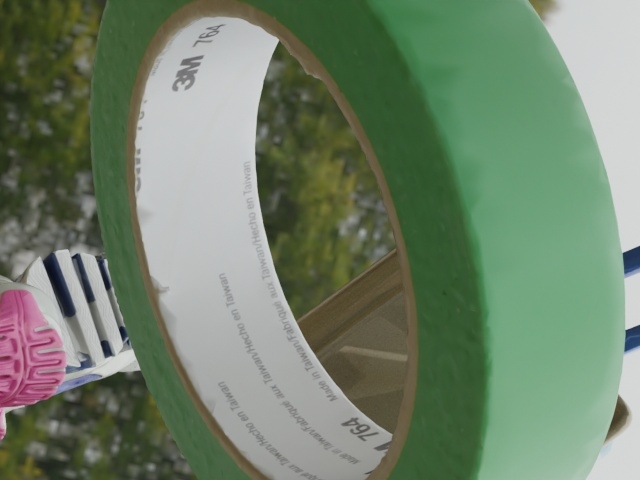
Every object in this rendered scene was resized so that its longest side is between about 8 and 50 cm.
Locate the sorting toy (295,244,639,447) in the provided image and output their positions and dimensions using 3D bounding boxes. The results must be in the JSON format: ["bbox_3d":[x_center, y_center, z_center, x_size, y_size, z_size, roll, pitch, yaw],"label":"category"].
[{"bbox_3d":[0.078,0.100,1.048,0.348,0.196,0.047,-36,157,-1],"label":"sorting toy"}]

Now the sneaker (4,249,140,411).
[{"bbox_3d":[-0.228,0.077,1.434,0.182,0.315,0.127,-20,-99,27],"label":"sneaker"}]

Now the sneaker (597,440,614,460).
[{"bbox_3d":[0.090,0.160,1.222,0.319,0.208,0.127,96,-32,-78],"label":"sneaker"}]

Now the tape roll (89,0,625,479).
[{"bbox_3d":[0.000,0.000,0.733,0.321,0.077,0.321,32,-50,48],"label":"tape roll"}]

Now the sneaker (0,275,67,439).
[{"bbox_3d":[-0.253,0.069,1.129,0.252,0.103,0.111,-37,-124,55],"label":"sneaker"}]
